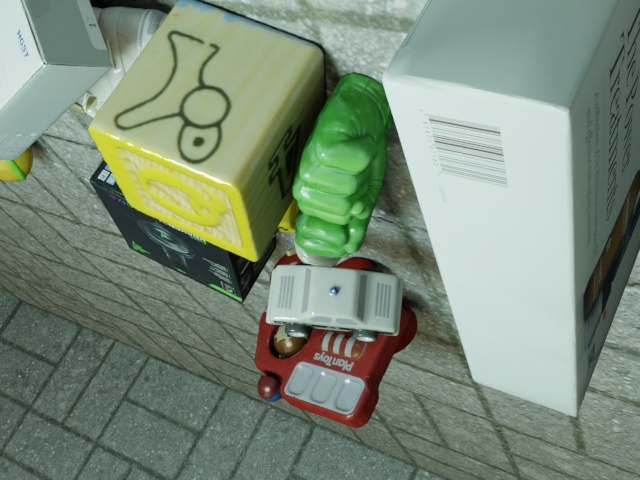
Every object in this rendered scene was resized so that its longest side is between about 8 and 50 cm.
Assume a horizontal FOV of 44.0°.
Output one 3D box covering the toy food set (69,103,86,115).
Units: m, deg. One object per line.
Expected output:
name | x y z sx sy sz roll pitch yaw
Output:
toy food set | -0.450 -0.258 1.240 0.132 0.038 0.192 24 158 13

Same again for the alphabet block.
alphabet block | -0.117 -0.124 0.916 0.192 0.197 0.193 23 158 15

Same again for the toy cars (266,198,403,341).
toy cars | -0.052 0.005 1.097 0.394 0.176 0.087 44 169 15

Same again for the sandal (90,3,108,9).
sandal | -0.358 -0.300 1.028 0.255 0.054 0.097 16 158 1

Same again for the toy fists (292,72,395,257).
toy fists | 0.028 -0.066 0.945 0.096 0.142 0.279 26 159 8

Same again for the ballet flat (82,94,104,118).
ballet flat | -0.305 -0.210 1.130 0.074 0.074 0.203 39 156 -25

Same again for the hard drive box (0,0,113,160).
hard drive box | -0.363 -0.221 0.914 0.232 0.089 0.181 -28 79 38

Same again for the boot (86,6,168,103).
boot | -0.245 -0.195 1.015 0.123 0.095 0.258 10 143 3

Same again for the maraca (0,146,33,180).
maraca | -0.628 -0.185 1.554 0.186 0.099 0.127 44 160 38

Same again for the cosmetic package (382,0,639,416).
cosmetic package | 0.177 -0.081 0.537 0.097 0.284 0.377 16 156 26

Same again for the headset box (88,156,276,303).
headset box | -0.216 -0.038 1.322 0.246 0.131 0.283 25 159 11

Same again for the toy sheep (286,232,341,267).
toy sheep | 0.000 0.000 1.202 0.091 0.091 0.132 29 146 -2

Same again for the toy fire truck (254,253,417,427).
toy fire truck | 0.002 0.168 1.346 0.302 0.254 0.169 8 150 42
